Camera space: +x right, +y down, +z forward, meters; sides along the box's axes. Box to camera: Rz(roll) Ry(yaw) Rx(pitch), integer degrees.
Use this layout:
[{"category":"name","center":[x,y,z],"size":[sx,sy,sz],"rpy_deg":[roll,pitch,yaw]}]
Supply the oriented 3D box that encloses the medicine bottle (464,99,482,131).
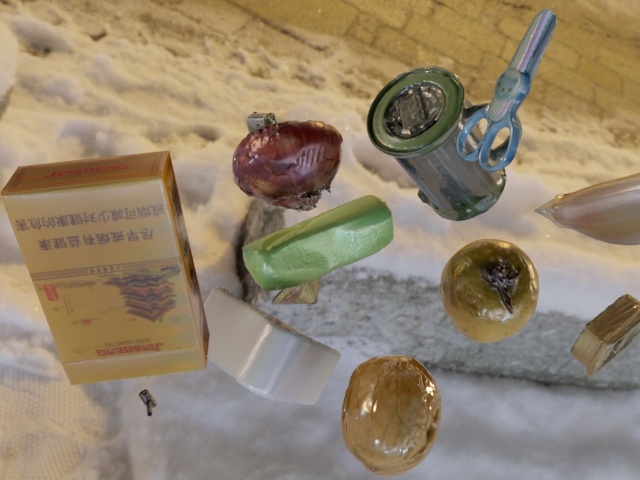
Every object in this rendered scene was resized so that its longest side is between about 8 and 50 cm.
[{"category":"medicine bottle","center":[0.349,-0.288,1.631],"size":[0.083,0.047,0.047],"rpy_deg":[54,28,-41]}]

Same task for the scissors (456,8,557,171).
[{"category":"scissors","center":[0.298,-0.235,1.072],"size":[0.030,0.256,0.125],"rpy_deg":[15,16,-31]}]

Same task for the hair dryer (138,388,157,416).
[{"category":"hair dryer","center":[-0.406,0.390,1.622],"size":[0.026,0.047,0.083],"rpy_deg":[-30,23,-4]}]

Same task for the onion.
[{"category":"onion","center":[-0.055,-0.129,1.325],"size":[0.230,0.230,0.163],"rpy_deg":[-9,79,-32]}]

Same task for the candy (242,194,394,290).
[{"category":"candy","center":[0.000,0.000,1.514],"size":[0.344,0.131,0.142],"rpy_deg":[-22,47,-23]}]

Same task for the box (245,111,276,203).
[{"category":"box","center":[-0.109,-0.174,1.482],"size":[0.050,0.207,0.041],"rpy_deg":[7,34,30]}]

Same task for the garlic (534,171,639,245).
[{"category":"garlic","center":[0.459,-0.060,0.954],"size":[0.149,0.266,0.128],"rpy_deg":[-30,87,-32]}]

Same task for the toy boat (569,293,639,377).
[{"category":"toy boat","center":[0.551,0.163,1.282],"size":[0.188,0.116,0.061],"rpy_deg":[-29,55,-26]}]

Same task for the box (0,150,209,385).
[{"category":"box","center":[-0.241,0.039,0.814],"size":[0.174,0.274,0.076],"rpy_deg":[-6,32,0]}]

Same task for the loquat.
[{"category":"loquat","center":[0.385,0.111,1.562],"size":[0.244,0.243,0.243],"rpy_deg":[14,47,-15]}]

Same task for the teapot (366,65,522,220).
[{"category":"teapot","center":[0.282,-0.192,1.424],"size":[0.337,0.271,0.200],"rpy_deg":[40,34,-49]}]

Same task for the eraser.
[{"category":"eraser","center":[-0.114,0.232,1.448],"size":[0.331,0.331,0.149],"rpy_deg":[29,82,-1]}]

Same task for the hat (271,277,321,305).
[{"category":"hat","center":[-0.038,0.143,1.902],"size":[0.193,0.193,0.082],"rpy_deg":[-31,76,-41]}]

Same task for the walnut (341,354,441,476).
[{"category":"walnut","center":[0.130,0.326,1.283],"size":[0.196,0.195,0.221],"rpy_deg":[23,59,-7]}]
